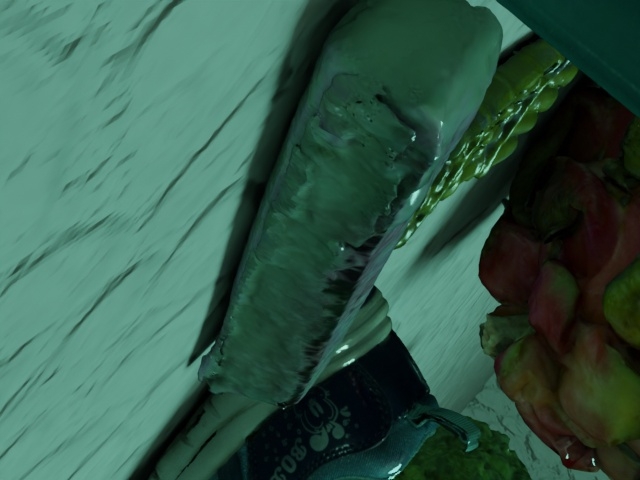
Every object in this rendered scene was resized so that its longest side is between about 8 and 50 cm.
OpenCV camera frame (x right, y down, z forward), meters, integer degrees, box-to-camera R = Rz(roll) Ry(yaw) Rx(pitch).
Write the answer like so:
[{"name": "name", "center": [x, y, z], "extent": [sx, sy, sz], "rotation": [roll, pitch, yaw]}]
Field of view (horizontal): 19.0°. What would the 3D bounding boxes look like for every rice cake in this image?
[{"name": "rice cake", "center": [0.001, 0.000, 0.451], "extent": [0.033, 0.033, 0.207], "rotation": [-56, 177, -24]}]

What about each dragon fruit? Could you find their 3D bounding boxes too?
[{"name": "dragon fruit", "center": [0.210, 0.012, 0.881], "extent": [0.291, 0.269, 0.250], "rotation": [-50, 163, -24]}]

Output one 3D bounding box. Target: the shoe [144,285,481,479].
[{"name": "shoe", "center": [-0.014, 0.078, 0.604], "extent": [0.143, 0.071, 0.064], "rotation": [-48, 173, 26]}]

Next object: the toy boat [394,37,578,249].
[{"name": "toy boat", "center": [0.051, -0.034, 0.621], "extent": [0.063, 0.016, 0.115], "rotation": [-54, 171, 33]}]

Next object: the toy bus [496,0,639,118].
[{"name": "toy bus", "center": [0.128, -0.041, 0.487], "extent": [0.079, 0.160, 0.092], "rotation": [-51, 170, 15]}]

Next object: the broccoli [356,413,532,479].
[{"name": "broccoli", "center": [0.012, 0.232, 1.150], "extent": [0.302, 0.186, 0.254], "rotation": [-53, -149, 23]}]
